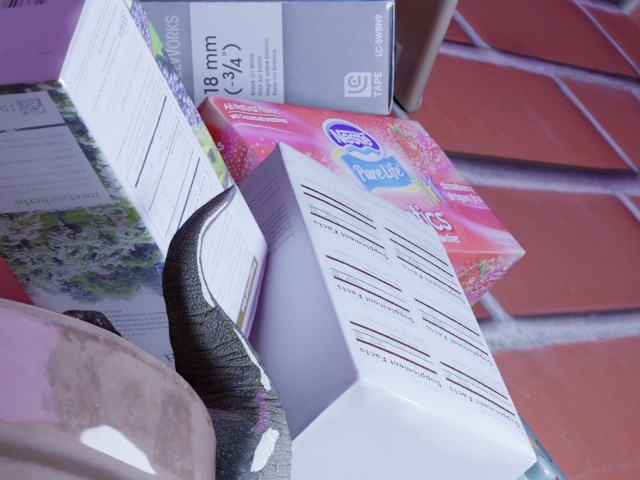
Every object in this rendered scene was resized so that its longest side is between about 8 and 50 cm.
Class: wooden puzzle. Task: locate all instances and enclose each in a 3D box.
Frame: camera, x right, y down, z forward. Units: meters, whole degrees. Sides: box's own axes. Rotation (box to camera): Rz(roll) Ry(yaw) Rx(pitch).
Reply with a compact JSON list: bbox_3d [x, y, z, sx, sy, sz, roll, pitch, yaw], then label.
[{"bbox_3d":[-0.004,-0.290,1.762,0.322,0.080,0.348,51,-11,11],"label":"wooden puzzle"}]

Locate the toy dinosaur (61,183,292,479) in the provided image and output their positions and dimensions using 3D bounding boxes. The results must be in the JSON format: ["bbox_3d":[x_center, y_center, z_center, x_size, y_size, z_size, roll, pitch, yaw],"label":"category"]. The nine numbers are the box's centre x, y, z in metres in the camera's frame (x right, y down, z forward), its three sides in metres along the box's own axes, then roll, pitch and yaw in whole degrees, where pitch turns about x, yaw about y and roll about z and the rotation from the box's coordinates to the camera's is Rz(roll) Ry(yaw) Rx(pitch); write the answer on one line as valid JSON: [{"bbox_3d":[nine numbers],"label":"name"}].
[{"bbox_3d":[-0.081,0.132,0.893,0.160,0.314,0.121,25,-8,13],"label":"toy dinosaur"}]

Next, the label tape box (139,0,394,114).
[{"bbox_3d":[-0.106,-0.199,1.484,0.333,0.106,0.241,0,29,2],"label":"label tape box"}]

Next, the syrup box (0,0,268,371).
[{"bbox_3d":[-0.115,-0.031,0.933,0.237,0.093,0.096,63,31,-46],"label":"syrup box"}]

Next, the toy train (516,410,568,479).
[{"bbox_3d":[0.120,0.198,1.209,0.334,0.142,0.190,52,12,24],"label":"toy train"}]

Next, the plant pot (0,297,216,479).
[{"bbox_3d":[-0.162,0.177,0.665,0.263,0.263,0.229,24,47,-38],"label":"plant pot"}]

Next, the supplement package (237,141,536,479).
[{"bbox_3d":[-0.012,0.094,1.073,0.149,0.194,0.203,27,28,-35],"label":"supplement package"}]

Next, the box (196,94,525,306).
[{"bbox_3d":[0.000,0.000,1.322,0.154,0.142,0.300,53,24,22],"label":"box"}]
